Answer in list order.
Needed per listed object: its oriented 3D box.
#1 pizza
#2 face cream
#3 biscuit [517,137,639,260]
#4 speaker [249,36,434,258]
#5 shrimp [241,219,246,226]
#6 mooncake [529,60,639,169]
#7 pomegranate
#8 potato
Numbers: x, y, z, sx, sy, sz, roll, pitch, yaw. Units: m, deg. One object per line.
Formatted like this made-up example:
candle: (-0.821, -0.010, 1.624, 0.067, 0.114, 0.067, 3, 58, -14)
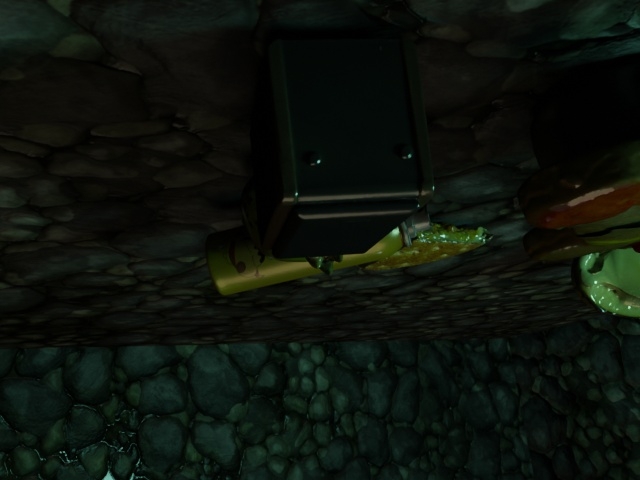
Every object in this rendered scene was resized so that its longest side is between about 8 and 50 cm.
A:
pizza: (0.199, 0.003, 1.360, 0.292, 0.058, 0.197, -13, 161, 15)
face cream: (0.000, 0.000, 1.055, 0.349, 0.105, 0.105, -13, 163, 7)
biscuit: (0.422, -0.051, 0.776, 0.368, 0.076, 0.394, -17, 164, 14)
speaker: (0.009, -0.092, 0.739, 0.153, 0.192, 0.231, -4, 168, -11)
shrimp: (-0.079, -0.018, 1.182, 0.164, 0.062, 0.317, 11, 153, -35)
mooncake: (0.403, -0.134, 0.859, 0.245, 0.133, 0.245, -13, 164, -4)
pomegranate: (-0.026, -0.031, 0.919, 0.159, 0.205, 0.159, -11, 126, -16)
potato: (0.725, 0.082, 1.588, 0.285, 0.242, 0.242, -16, 163, 6)
